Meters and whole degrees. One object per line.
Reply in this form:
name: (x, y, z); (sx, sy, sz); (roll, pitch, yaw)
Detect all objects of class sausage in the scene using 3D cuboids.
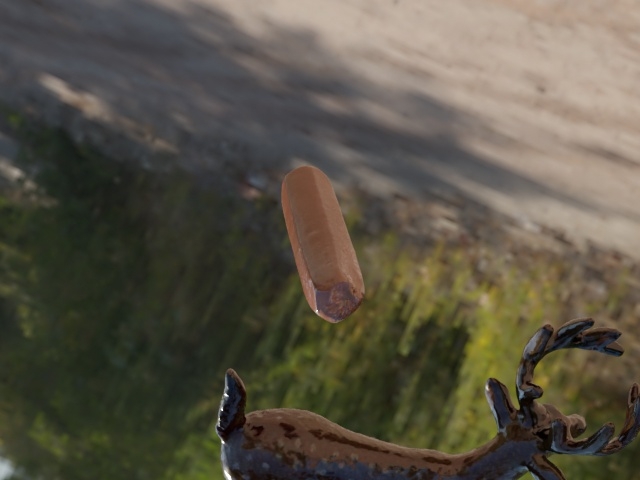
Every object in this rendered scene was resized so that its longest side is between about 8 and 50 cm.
sausage: (0.000, 0.000, 0.939); (0.035, 0.030, 0.147); (35, -161, -23)

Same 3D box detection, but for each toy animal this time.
toy animal: (0.050, 0.141, 1.001); (0.243, 0.087, 0.260); (6, 138, -19)
